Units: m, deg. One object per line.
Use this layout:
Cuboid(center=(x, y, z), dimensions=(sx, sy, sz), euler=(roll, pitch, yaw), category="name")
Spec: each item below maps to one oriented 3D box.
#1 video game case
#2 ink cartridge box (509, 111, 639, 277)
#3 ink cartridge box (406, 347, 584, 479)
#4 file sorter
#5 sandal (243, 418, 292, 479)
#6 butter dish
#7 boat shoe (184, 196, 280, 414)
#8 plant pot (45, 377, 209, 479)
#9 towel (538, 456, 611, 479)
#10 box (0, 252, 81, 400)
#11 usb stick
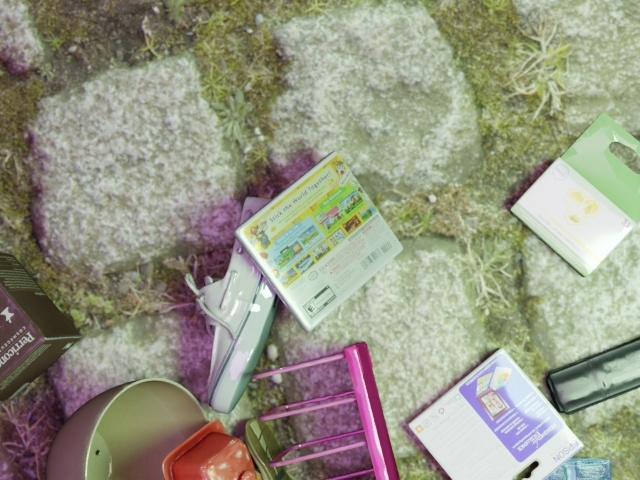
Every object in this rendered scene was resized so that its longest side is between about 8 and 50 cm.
Cuboid(center=(0.000, 0.000, 1.588), dimensions=(0.227, 0.026, 0.206), euler=(-40, 103, -21), category="video game case")
Cuboid(center=(0.455, -0.079, 1.602), dimensions=(0.171, 0.056, 0.235), euler=(43, 93, 8), category="ink cartridge box")
Cuboid(center=(0.286, 0.320, 1.592), dimensions=(0.206, 0.045, 0.208), euler=(-40, 81, 2), category="ink cartridge box")
Cuboid(center=(0.015, 0.326, 1.544), dimensions=(0.182, 0.202, 0.291), euler=(-15, 84, 6), category="file sorter")
Cuboid(center=(-0.090, 0.388, 1.624), dimensions=(0.049, 0.072, 0.180), euler=(-28, 87, 25), category="sandal")
Cuboid(center=(-0.154, 0.385, 1.547), dimensions=(0.118, 0.160, 0.160), euler=(-9, 103, 36), category="butter dish")
Cuboid(center=(-0.153, 0.095, 1.614), dimensions=(0.156, 0.136, 0.367), euler=(17, 85, 6), category="boat shoe")
Cuboid(center=(-0.332, 0.370, 1.568), dimensions=(0.190, 0.284, 0.284), euler=(-9, 84, 36), category="plant pot")
Cuboid(center=(0.416, 0.389, 1.580), dimensions=(0.119, 0.029, 0.067), euler=(-1, 86, 6), category="towel")
Cuboid(center=(-0.554, 0.144, 1.638), dimensions=(0.168, 0.167, 0.203), euler=(-43, 82, 2), category="box")
Cuboid(center=(0.505, 0.205, 1.578), dimensions=(0.278, 0.045, 0.077), euler=(-22, 76, 4), category="usb stick")
